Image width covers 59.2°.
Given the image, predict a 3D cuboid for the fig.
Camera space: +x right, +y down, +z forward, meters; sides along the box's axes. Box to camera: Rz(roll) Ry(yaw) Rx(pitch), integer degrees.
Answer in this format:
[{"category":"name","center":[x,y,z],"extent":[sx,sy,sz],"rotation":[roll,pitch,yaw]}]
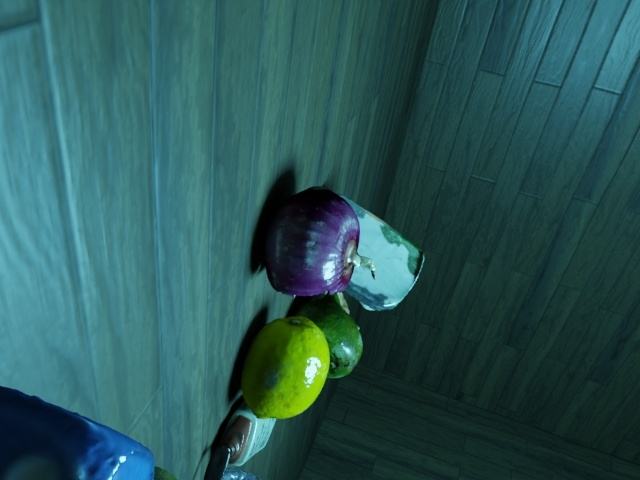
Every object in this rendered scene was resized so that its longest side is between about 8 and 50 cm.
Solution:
[{"category":"fig","center":[0.027,0.219,1.435],"extent":[0.235,0.203,0.203],"rotation":[-60,164,-46]}]

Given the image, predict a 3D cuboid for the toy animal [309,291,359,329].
[{"category":"toy animal","center":[0.053,0.152,1.589],"extent":[0.104,0.183,0.185],"rotation":[-5,-110,56]}]

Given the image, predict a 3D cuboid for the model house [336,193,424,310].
[{"category":"model house","center":[0.073,0.061,1.393],"extent":[0.190,0.271,0.301],"rotation":[-58,-178,-18]}]

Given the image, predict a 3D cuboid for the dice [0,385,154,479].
[{"category":"dice","center":[-0.200,0.179,0.362],"extent":[0.143,0.146,0.147],"rotation":[92,18,-61]}]

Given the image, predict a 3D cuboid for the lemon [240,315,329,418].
[{"category":"lemon","center":[-0.070,0.249,1.104],"extent":[0.170,0.169,0.208],"rotation":[8,101,-79]}]

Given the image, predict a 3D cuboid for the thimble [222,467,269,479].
[{"category":"thimble","center":[-0.162,0.532,1.131],"extent":[0.150,0.150,0.098],"rotation":[39,69,-79]}]

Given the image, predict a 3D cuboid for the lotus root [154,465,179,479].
[{"category":"lotus root","center":[-0.171,0.361,0.693],"extent":[0.077,0.204,0.183],"rotation":[-28,167,6]}]

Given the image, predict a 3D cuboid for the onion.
[{"category":"onion","center":[-0.012,-0.002,0.998],"extent":[0.207,0.200,0.201],"rotation":[-14,128,-40]}]

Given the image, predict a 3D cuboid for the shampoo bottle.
[{"category":"shampoo bottle","center":[-0.160,0.400,1.147],"extent":[0.284,0.071,0.153],"rotation":[1,109,-77]}]
